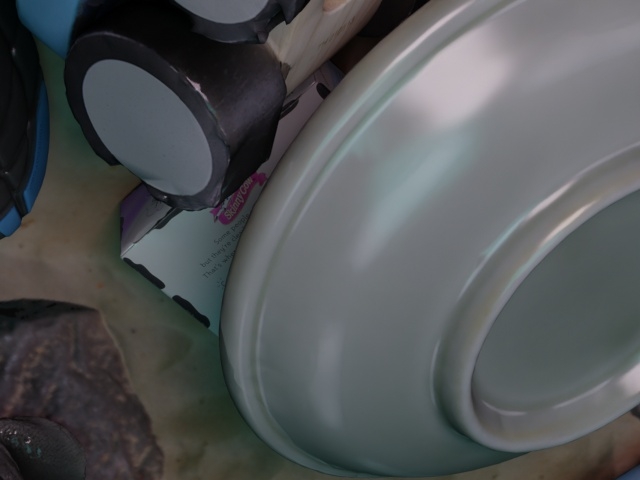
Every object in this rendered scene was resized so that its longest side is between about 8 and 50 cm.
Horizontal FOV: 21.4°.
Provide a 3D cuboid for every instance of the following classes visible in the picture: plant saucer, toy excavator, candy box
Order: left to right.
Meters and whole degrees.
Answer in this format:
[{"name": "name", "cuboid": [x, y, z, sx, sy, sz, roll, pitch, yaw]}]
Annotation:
[{"name": "toy excavator", "cuboid": [-0.119, -0.294, 0.772, 0.445, 0.222, 0.433, 38, 147, 8]}, {"name": "candy box", "cuboid": [0.000, 0.000, 1.051, 0.165, 0.070, 0.196, -40, 117, 17]}, {"name": "plant saucer", "cuboid": [0.138, 0.012, 0.956, 0.400, 0.100, 0.400, -23, 141, -20]}]

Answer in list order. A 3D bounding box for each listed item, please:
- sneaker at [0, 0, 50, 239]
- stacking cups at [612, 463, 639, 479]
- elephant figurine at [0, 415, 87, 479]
[{"name": "sneaker", "cuboid": [-0.274, -0.135, 0.937, 0.139, 0.125, 0.341, -9, 128, 31]}, {"name": "stacking cups", "cuboid": [0.225, 0.206, 1.181, 0.316, 0.096, 0.096, -32, 118, 13]}, {"name": "elephant figurine", "cuboid": [-0.227, 0.183, 1.097, 0.186, 0.169, 0.239, -21, 107, -27]}]
